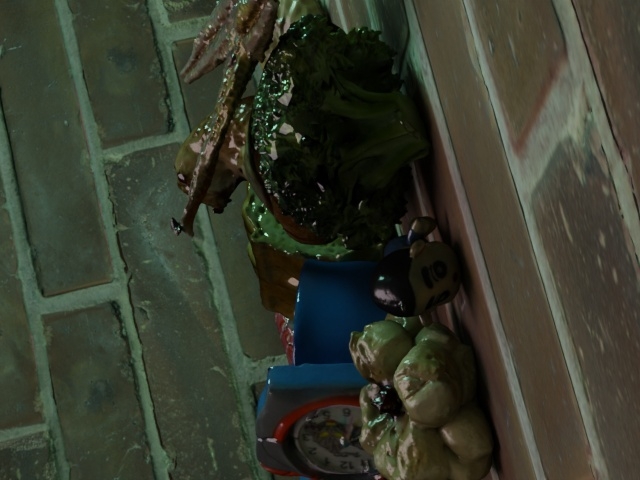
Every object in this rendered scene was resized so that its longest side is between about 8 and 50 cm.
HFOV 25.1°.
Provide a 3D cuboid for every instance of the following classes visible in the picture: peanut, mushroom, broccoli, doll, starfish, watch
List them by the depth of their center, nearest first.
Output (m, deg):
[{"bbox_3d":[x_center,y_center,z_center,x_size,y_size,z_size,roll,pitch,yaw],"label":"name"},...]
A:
[{"bbox_3d":[0.100,0.029,1.438,0.179,0.089,0.102,-57,-41,-62],"label":"doll"},{"bbox_3d":[0.020,-0.105,1.459,0.226,0.198,0.176,53,131,5],"label":"broccoli"},{"bbox_3d":[-0.122,-0.227,1.544,0.384,0.132,0.398,111,145,-42],"label":"starfish"},{"bbox_3d":[-0.032,-0.124,1.668,0.267,0.254,0.267,168,90,-75],"label":"mushroom"},{"bbox_3d":[0.051,0.179,1.773,0.305,0.241,0.274,86,-173,-46],"label":"watch"},{"bbox_3d":[-0.055,-0.311,2.147,0.233,0.110,0.196,-118,15,-52],"label":"peanut"}]

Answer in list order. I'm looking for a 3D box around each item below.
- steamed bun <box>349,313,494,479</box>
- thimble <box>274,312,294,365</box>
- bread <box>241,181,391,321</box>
[{"bbox_3d":[0.098,0.177,1.495,0.192,0.106,0.177,34,138,54],"label":"steamed bun"},{"bbox_3d":[0.017,0.147,2.347,0.189,0.163,0.125,53,-160,-65],"label":"thimble"},{"bbox_3d":[-0.006,-0.002,1.970,0.252,0.196,0.238,78,178,-56],"label":"bread"}]
